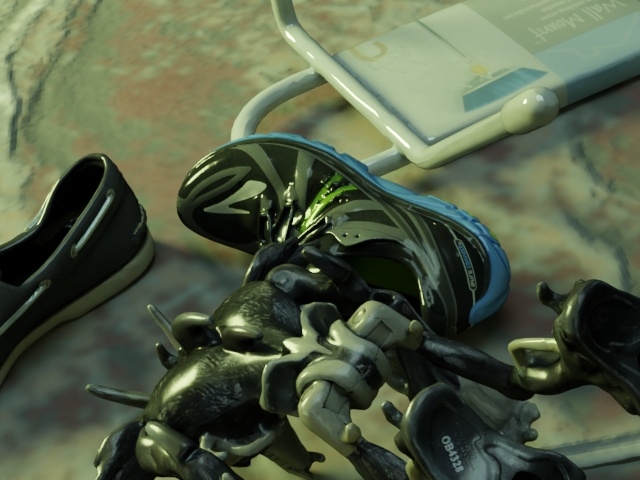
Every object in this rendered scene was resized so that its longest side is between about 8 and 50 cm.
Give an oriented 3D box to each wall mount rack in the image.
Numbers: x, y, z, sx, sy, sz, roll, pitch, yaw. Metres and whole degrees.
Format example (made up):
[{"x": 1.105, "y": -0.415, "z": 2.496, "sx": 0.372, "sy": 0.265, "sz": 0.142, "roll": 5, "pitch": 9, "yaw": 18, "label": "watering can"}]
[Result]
[{"x": 0.124, "y": -0.125, "z": 0.851, "sx": 0.350, "sy": 0.130, "sz": 0.304, "roll": -24, "pitch": 40, "yaw": -17, "label": "wall mount rack"}]

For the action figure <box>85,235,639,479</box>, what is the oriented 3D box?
[{"x": 0.016, "y": 0.079, "z": 0.617, "sx": 0.164, "sy": 0.141, "sz": 0.276, "roll": -47, "pitch": 24, "yaw": -27, "label": "action figure"}]

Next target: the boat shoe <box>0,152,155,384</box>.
[{"x": -0.171, "y": 0.026, "z": 0.777, "sx": 0.075, "sy": 0.065, "sz": 0.206, "roll": 26, "pitch": 50, "yaw": 37, "label": "boat shoe"}]

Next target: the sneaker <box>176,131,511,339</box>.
[{"x": 0.000, "y": 0.000, "z": 0.770, "sx": 0.188, "sy": 0.067, "sz": 0.078, "roll": 22, "pitch": 42, "yaw": 30, "label": "sneaker"}]
